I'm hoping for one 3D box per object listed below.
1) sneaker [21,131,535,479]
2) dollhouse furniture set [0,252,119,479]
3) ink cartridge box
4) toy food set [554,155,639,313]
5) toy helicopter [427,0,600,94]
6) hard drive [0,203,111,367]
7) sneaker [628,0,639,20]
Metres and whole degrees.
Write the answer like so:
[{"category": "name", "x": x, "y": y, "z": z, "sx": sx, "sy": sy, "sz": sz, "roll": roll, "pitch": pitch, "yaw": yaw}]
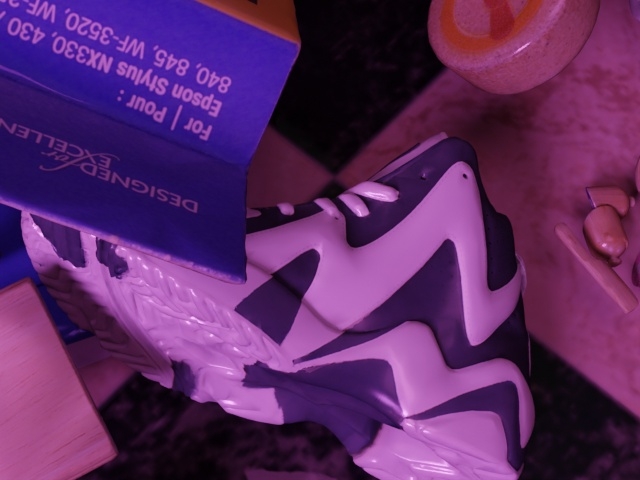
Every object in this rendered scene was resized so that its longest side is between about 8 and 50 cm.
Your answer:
[{"category": "sneaker", "x": 0.000, "y": 0.000, "z": 0.439, "sx": 0.234, "sy": 0.094, "sz": 0.153, "roll": 25, "pitch": 55, "yaw": -8}, {"category": "dollhouse furniture set", "x": -0.195, "y": 0.097, "z": 0.322, "sx": 0.242, "sy": 0.161, "sz": 0.212, "roll": -27, "pitch": 86, "yaw": -9}, {"category": "ink cartridge box", "x": -0.157, "y": -0.136, "z": 0.390, "sx": 0.303, "sy": 0.072, "sz": 0.307, "roll": 21, "pitch": 24, "yaw": -17}, {"category": "toy food set", "x": 0.178, "y": -0.008, "z": 0.512, "sx": 0.122, "sy": 0.019, "sz": 0.078, "roll": -28, "pitch": 69, "yaw": -25}, {"category": "toy helicopter", "x": 0.128, "y": -0.242, "z": 0.507, "sx": 0.235, "sy": 0.140, "sz": 0.355, "roll": 13, "pitch": 78, "yaw": 45}, {"category": "hard drive", "x": -0.218, "y": -0.066, "z": 0.498, "sx": 0.210, "sy": 0.040, "sz": 0.319, "roll": -19, "pitch": 67, "yaw": -13}, {"category": "sneaker", "x": 0.278, "y": -0.224, "z": 0.590, "sx": 0.161, "sy": 0.102, "sz": 0.282, "roll": 14, "pitch": 70, "yaw": -5}]
